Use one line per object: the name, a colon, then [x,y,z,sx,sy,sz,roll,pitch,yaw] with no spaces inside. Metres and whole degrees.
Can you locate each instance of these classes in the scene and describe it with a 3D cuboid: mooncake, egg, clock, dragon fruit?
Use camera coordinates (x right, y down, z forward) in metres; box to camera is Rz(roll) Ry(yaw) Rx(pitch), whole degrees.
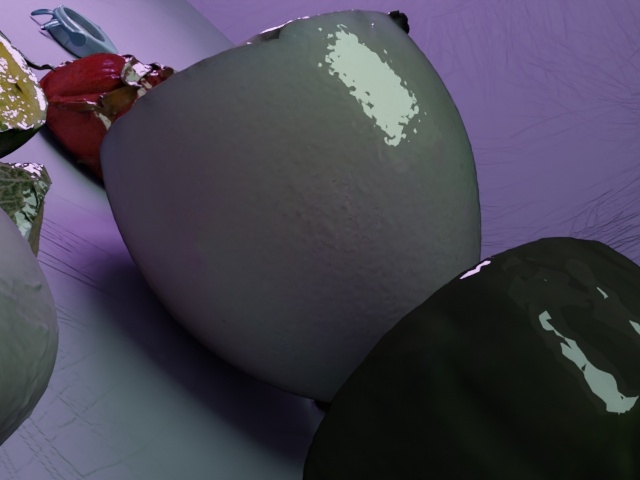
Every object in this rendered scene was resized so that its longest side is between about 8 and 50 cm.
mooncake: [0.169,0.182,0.713,0.356,0.356,0.194,28,14,-51]
egg: [0.000,0.000,0.888,0.339,0.354,0.354,66,16,7]
clock: [-0.385,-0.325,1.412,0.135,0.041,0.101,26,21,-51]
dragon fruit: [-0.226,-0.164,1.110,0.218,0.148,0.224,48,12,24]

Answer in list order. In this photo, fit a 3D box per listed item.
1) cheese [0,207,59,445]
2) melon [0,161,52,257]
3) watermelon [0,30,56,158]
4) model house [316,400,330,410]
cheese: [-0.224,0.034,0.441,0.198,0.154,0.189,45,7,12]
melon: [-0.244,-0.005,0.624,0.202,0.139,0.093,45,-10,18]
watermelon: [-0.329,-0.133,0.723,0.204,0.127,0.232,37,15,-27]
model house: [0.116,0.132,1.066,0.239,0.268,0.173,11,54,-65]
